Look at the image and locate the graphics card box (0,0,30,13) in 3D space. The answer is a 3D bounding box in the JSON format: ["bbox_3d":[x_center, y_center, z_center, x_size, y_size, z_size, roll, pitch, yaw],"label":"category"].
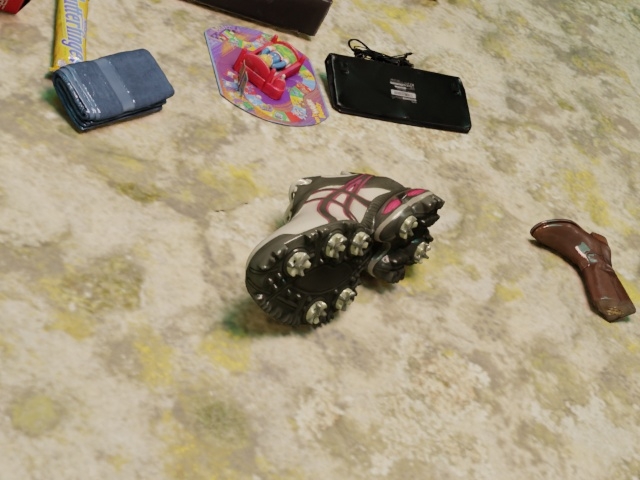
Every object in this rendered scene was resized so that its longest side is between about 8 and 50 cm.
[{"bbox_3d":[-0.448,-0.378,1.330,0.371,0.094,0.233,11,64,-26],"label":"graphics card box"}]

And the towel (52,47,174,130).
[{"bbox_3d":[-0.203,-0.149,1.340,0.119,0.029,0.067,-23,80,-45],"label":"towel"}]

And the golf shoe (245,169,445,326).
[{"bbox_3d":[0.000,0.000,1.283,0.120,0.105,0.273,30,27,26],"label":"golf shoe"}]

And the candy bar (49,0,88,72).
[{"bbox_3d":[-0.254,-0.211,1.397,0.040,0.018,0.161,16,39,-21],"label":"candy bar"}]

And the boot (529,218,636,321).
[{"bbox_3d":[0.284,0.033,1.485,0.106,0.037,0.114,11,45,-22],"label":"boot"}]

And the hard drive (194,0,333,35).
[{"bbox_3d":[-0.121,-0.393,1.669,0.237,0.064,0.339,14,40,-23],"label":"hard drive"}]

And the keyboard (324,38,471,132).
[{"bbox_3d":[0.086,-0.175,1.598,0.192,0.038,0.100,7,65,-31],"label":"keyboard"}]

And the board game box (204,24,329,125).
[{"bbox_3d":[-0.053,-0.193,1.508,0.133,0.033,0.168,10,41,-26],"label":"board game box"}]
